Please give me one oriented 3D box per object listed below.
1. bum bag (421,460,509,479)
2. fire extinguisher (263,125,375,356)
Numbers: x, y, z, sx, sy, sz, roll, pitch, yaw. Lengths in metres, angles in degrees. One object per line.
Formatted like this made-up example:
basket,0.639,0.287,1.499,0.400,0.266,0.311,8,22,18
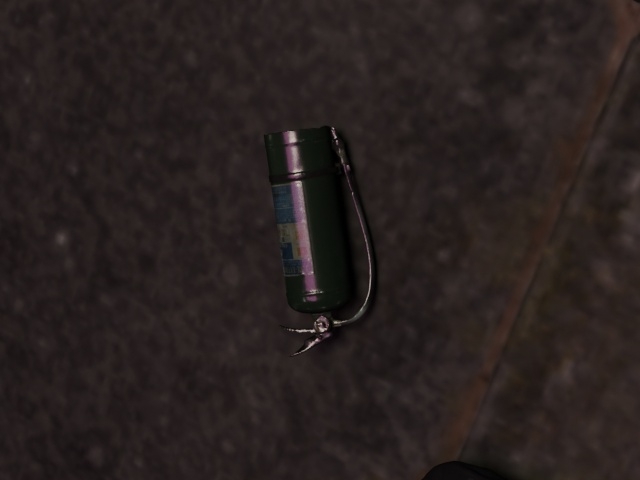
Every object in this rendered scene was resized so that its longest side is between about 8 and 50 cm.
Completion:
bum bag,0.126,0.156,0.442,0.248,0.060,0.123,14,101,26
fire extinguisher,0.000,0.000,0.507,0.038,0.025,0.083,-6,93,4
